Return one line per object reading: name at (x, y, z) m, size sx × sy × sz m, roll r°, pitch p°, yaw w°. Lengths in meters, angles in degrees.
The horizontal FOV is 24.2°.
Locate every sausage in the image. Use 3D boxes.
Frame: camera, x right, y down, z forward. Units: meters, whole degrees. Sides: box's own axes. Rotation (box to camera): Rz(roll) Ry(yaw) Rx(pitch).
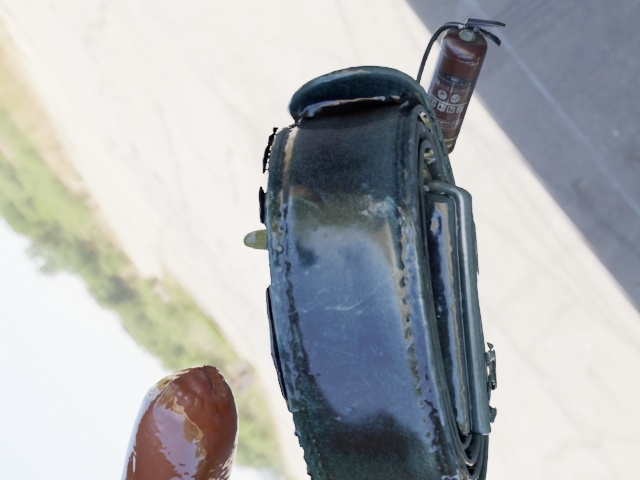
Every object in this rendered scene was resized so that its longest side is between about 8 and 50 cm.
sausage at (-0.100, 0.167, 1.005) m, size 0.077 × 0.077 × 0.194 m, roll 45°, pitch 132°, yaw 43°

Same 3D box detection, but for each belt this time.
belt at (0.040, 0.029, 0.880) m, size 0.206 × 0.116 × 0.267 m, roll -55°, pitch -45°, yaw -70°

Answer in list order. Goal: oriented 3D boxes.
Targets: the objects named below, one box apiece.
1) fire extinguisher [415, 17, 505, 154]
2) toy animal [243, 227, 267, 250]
fire extinguisher at (0.121, -0.147, 1.372) m, size 0.064 × 0.043 × 0.158 m, roll 19°, pitch 136°, yaw 5°
toy animal at (0.000, 0.000, 1.387) m, size 0.137 × 0.098 × 0.098 m, roll -8°, pitch 126°, yaw 46°
